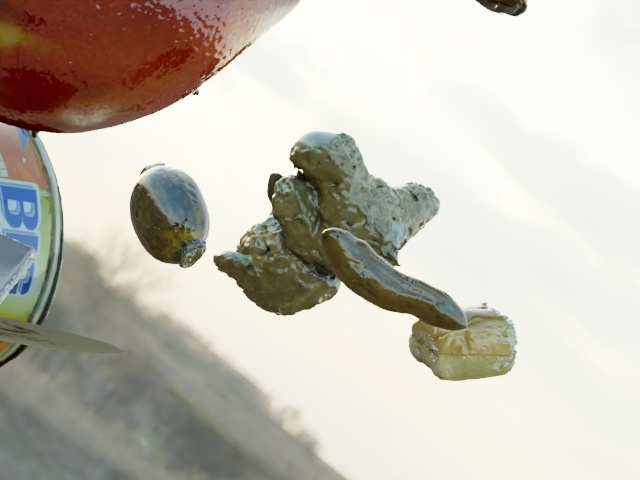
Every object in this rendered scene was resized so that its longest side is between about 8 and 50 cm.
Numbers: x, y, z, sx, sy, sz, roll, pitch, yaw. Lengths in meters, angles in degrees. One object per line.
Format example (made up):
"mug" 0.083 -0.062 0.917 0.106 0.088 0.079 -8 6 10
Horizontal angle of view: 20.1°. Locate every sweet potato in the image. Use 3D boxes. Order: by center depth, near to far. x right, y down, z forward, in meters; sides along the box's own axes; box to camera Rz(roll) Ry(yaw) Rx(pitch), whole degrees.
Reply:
"sweet potato" 0.075 0.049 1.918 0.182 0.054 0.053 31 1 2

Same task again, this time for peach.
"peach" -0.175 -0.228 1.537 0.362 0.257 0.201 -4 -6 -12

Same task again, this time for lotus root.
"lotus root" -0.232 -0.045 2.746 0.120 0.120 0.209 46 13 -50

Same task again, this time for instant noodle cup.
"instant noodle cup" -0.430 -0.010 1.831 0.214 0.296 0.296 4 22 -47

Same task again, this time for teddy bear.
"teddy bear" 0.000 0.000 2.300 0.267 0.256 0.156 27 47 -43

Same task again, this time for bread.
"bread" 0.165 0.113 2.080 0.106 0.082 0.125 2 11 -14

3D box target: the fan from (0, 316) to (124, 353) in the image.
"fan" -0.294 0.053 1.440 0.233 0.012 0.414 7 -10 11

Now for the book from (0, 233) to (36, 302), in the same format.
"book" -0.266 0.016 1.168 0.127 0.014 0.181 25 22 -2

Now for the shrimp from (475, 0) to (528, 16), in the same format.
"shrimp" 0.106 -0.304 1.501 0.222 0.054 0.290 59 -6 50
